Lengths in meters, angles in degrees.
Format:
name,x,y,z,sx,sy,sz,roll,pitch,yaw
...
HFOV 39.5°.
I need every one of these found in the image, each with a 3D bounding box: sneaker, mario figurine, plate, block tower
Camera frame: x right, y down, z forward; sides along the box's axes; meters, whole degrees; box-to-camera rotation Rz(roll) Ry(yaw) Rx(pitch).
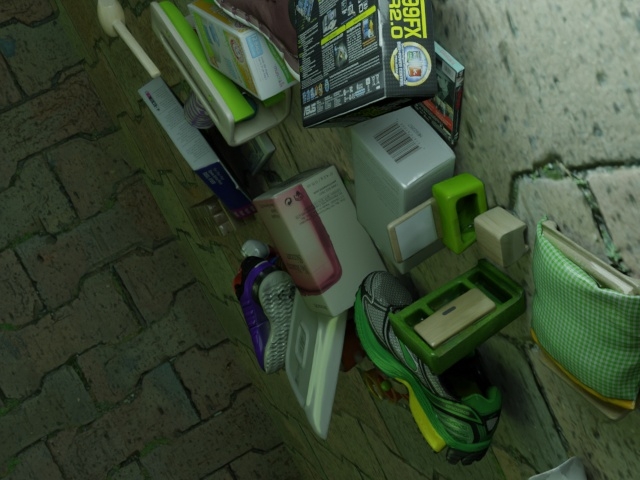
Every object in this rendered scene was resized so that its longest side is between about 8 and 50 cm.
name,x,y,z,sx,sy,sz,roll,pitch,yaw
sneaker,-0.120,0.150,1.916,0.146,0.102,0.294,36,140,37
mario figurine,-0.121,0.104,2.026,0.320,0.170,0.198,173,103,-65
plate,-0.019,0.205,1.751,0.277,0.045,0.278,-129,45,-67
block tower,-0.267,-0.070,2.333,0.097,0.090,0.335,63,164,-7
sneaker,0.173,0.165,1.376,0.344,0.134,0.146,54,138,35
sneaker,-0.052,-0.345,1.191,0.281,0.106,0.163,45,155,15

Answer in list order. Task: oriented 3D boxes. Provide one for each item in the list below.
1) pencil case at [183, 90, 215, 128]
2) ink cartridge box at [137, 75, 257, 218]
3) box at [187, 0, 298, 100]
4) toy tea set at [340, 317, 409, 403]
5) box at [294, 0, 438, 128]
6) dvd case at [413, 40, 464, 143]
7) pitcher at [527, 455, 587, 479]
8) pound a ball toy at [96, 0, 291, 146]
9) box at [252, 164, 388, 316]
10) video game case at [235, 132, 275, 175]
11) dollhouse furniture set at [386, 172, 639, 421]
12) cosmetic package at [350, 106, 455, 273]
name,x,y,z,sx,sy,sz,roll,pitch,yaw
pencil case,-0.214,-0.272,1.748,0.088,0.086,0.206,27,171,-12
ink cartridge box,-0.245,-0.168,1.978,0.330,0.071,0.324,55,180,21
box,-0.107,-0.313,1.377,0.203,0.103,0.114,41,156,49
toy tea set,0.091,0.243,1.710,0.200,0.124,0.336,60,164,3
box,0.039,-0.245,0.979,0.270,0.060,0.217,179,87,-72
dvd case,0.134,-0.179,1.037,0.087,0.013,0.119,50,163,32
pitcher,0.364,0.410,1.208,0.207,0.125,0.178,65,-172,24
pound a ball toy,-0.222,-0.308,1.554,0.319,0.208,0.136,55,163,15
box,0.000,0.000,1.559,0.232,0.126,0.148,63,164,-9
video game case,-0.163,-0.237,1.837,0.184,0.023,0.201,60,165,2
dollhouse furniture set,0.209,0.083,1.010,0.301,0.151,0.198,42,156,47
cosmetic package,0.107,-0.065,1.177,0.117,0.085,0.231,52,167,25
